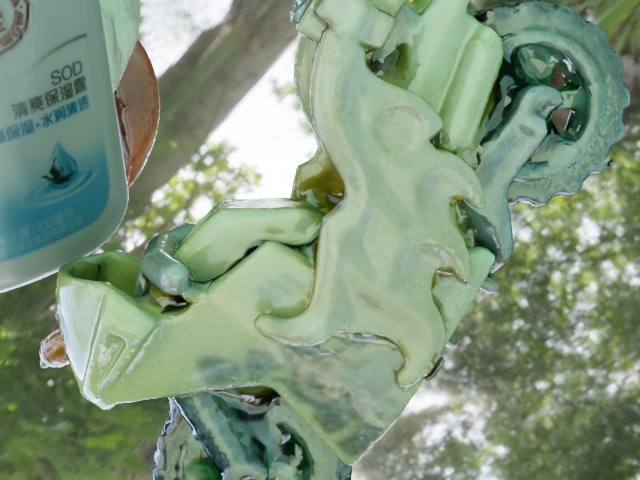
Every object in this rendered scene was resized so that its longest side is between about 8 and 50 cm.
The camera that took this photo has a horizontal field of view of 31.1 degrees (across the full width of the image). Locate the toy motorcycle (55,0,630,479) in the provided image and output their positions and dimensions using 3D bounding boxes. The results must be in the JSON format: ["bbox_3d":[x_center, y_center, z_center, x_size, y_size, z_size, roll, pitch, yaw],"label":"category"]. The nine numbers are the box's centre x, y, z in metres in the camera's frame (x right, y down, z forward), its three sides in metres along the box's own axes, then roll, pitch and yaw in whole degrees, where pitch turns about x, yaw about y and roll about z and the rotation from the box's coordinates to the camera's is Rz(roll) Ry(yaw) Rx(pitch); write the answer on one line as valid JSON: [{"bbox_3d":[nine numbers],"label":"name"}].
[{"bbox_3d":[0.000,0.000,0.711,0.237,0.410,0.169,36,-175,-13],"label":"toy motorcycle"}]

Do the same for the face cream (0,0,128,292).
[{"bbox_3d":[-0.200,-0.129,0.650,0.163,0.337,0.080,-24,-141,-30],"label":"face cream"}]

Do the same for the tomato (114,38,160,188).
[{"bbox_3d":[-0.325,-0.191,1.410,0.338,0.338,0.143,48,-142,0],"label":"tomato"}]

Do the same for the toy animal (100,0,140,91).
[{"bbox_3d":[-0.275,-0.170,1.039,0.188,0.266,0.308,36,-132,-25],"label":"toy animal"}]

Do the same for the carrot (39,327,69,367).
[{"bbox_3d":[-0.219,0.083,1.060,0.035,0.142,0.035,32,-141,-30],"label":"carrot"}]
